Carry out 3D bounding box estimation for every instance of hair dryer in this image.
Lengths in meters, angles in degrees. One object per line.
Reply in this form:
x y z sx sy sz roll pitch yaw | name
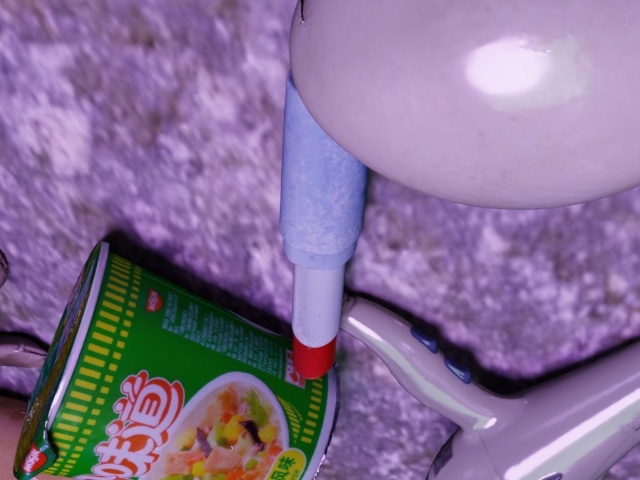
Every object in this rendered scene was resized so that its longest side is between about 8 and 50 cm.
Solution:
0.176 0.110 0.724 0.295 0.119 0.298 -22 114 25 | hair dryer

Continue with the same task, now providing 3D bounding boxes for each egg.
0.103 -0.108 0.432 0.253 0.187 0.187 -12 131 23 | egg

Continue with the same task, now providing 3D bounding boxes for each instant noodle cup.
-0.118 0.137 0.759 0.232 0.207 0.207 22 137 -18 | instant noodle cup

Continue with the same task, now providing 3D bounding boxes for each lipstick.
0.000 0.000 0.649 0.061 0.068 0.274 9 131 7 | lipstick

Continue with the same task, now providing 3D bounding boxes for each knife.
-0.453 0.112 0.932 0.365 0.043 0.089 -1 168 13 | knife

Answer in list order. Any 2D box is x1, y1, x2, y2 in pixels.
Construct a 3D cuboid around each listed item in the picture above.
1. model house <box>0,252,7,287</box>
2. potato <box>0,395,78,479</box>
-0.562 0.049 0.637 0.445 0.400 0.395 -1 137 18 | model house
-0.334 0.254 0.974 0.233 0.146 0.150 27 93 5 | potato
